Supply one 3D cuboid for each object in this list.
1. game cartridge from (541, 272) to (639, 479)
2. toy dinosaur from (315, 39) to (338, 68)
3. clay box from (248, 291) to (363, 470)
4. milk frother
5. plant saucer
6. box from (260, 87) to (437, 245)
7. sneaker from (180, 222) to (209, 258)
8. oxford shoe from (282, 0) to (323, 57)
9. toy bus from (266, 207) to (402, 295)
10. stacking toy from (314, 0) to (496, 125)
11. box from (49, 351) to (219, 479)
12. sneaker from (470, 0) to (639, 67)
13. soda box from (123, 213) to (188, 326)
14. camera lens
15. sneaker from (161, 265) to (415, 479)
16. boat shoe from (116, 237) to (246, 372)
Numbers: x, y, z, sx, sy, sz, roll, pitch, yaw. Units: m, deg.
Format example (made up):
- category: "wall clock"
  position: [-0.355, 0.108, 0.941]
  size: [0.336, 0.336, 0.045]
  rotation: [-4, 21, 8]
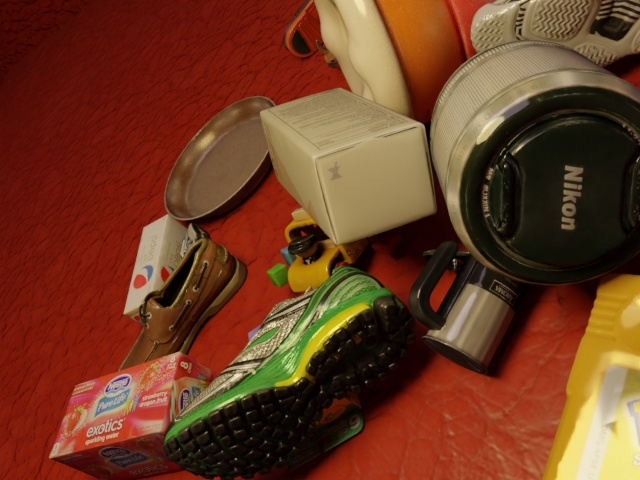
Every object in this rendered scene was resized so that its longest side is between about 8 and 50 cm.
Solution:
- category: "game cartridge"
  position: [0.332, 0.190, 0.590]
  size: [0.285, 0.053, 0.323]
  rotation: [5, 69, 47]
- category: "toy dinosaur"
  position: [0.051, -0.507, 1.373]
  size: [0.200, 0.295, 0.127]
  rotation: [-20, -2, -25]
- category: "clay box"
  position: [-0.025, 0.186, 0.969]
  size: [0.127, 0.053, 0.222]
  rotation: [-35, 38, 15]
- category: "milk frother"
  position: [0.167, 0.074, 0.860]
  size: [0.134, 0.129, 0.143]
  rotation: [-58, -5, -13]
- category: "plant saucer"
  position: [-0.193, -0.160, 1.447]
  size: [0.311, 0.050, 0.310]
  rotation: [-26, 42, 26]
- category: "box"
  position: [0.026, -0.116, 0.975]
  size: [0.148, 0.121, 0.311]
  rotation: [-18, 24, -9]
- category: "sneaker"
  position: [-0.234, 0.023, 1.334]
  size: [0.058, 0.052, 0.135]
  rotation: [-50, 28, 14]
- category: "oxford shoe"
  position: [0.011, -0.519, 1.527]
  size: [0.271, 0.097, 0.098]
  rotation: [-46, 31, 3]
- category: "toy bus"
  position: [0.001, -0.006, 1.032]
  size: [0.191, 0.104, 0.202]
  rotation: [-31, 20, -5]
- category: "stacking toy"
  position: [0.241, -0.387, 1.080]
  size: [0.480, 0.350, 0.350]
  rotation: [-24, 40, 1]
- category: "box"
  position: [-0.272, 0.275, 1.078]
  size: [0.257, 0.123, 0.128]
  rotation: [-21, 44, 32]
- category: "sneaker"
  position: [0.380, -0.342, 0.937]
  size: [0.366, 0.137, 0.210]
  rotation: [-10, 46, 17]
- category: "soda box"
  position: [-0.308, 0.058, 1.351]
  size: [0.074, 0.069, 0.216]
  rotation: [-26, 43, 27]
- category: "camera lens"
  position: [0.236, -0.095, 0.772]
  size: [0.219, 0.219, 0.274]
  rotation: [-35, 18, 17]
- category: "sneaker"
  position: [-0.048, 0.167, 0.882]
  size: [0.344, 0.134, 0.146]
  rotation: [-36, 34, -1]
- category: "boat shoe"
  position: [-0.264, 0.128, 1.215]
  size: [0.307, 0.104, 0.111]
  rotation: [-53, 37, -6]
